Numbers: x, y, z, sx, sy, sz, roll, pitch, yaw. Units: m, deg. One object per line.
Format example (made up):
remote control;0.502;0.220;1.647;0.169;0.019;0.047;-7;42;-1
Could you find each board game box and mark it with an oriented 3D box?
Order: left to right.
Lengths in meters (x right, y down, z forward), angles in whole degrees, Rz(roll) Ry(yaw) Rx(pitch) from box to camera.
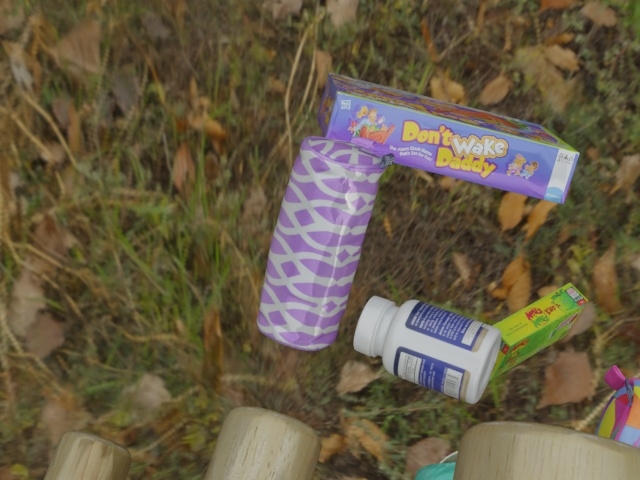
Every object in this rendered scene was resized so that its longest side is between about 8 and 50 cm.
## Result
board game box;0.176;-0.154;1.690;0.347;0.233;0.078;13;104;-7
board game box;0.321;0.139;1.773;0.181;0.092;0.043;-24;59;-34

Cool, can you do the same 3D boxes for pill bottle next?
pill bottle;0.148;0.146;1.617;0.187;0.112;0.112;20;80;18

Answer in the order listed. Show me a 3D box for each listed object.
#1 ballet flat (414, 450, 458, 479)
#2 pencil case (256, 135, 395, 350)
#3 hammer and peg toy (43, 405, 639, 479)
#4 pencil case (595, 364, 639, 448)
ballet flat;0.241;0.309;1.575;0.247;0.083;0.087;-15;47;3
pencil case;0.000;0.000;1.075;0.086;0.088;0.206;22;111;13
hammer and peg toy;0.028;0.168;0.456;0.266;0.361;0.127;28;66;-24
pencil case;0.364;0.198;1.048;0.236;0.104;0.104;22;80;4
